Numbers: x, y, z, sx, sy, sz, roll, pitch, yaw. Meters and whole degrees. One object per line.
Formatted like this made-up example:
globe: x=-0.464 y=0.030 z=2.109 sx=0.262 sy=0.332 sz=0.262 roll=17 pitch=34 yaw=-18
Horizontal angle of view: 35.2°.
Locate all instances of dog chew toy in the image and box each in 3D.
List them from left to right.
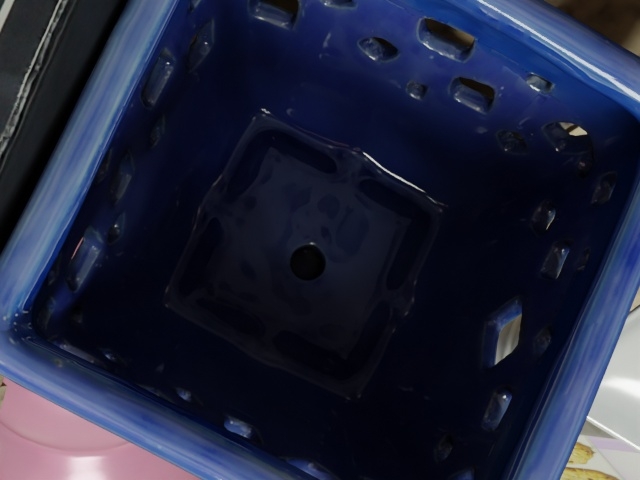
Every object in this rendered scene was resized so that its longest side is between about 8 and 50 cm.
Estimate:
dog chew toy: x=-0.168 y=0.078 z=0.738 sx=0.207 sy=0.206 sz=0.331 roll=19 pitch=134 yaw=9

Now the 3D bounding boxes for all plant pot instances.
plant pot: x=0.000 y=0.000 z=0.490 sx=0.236 sy=0.235 sz=0.212 roll=27 pitch=171 yaw=-5

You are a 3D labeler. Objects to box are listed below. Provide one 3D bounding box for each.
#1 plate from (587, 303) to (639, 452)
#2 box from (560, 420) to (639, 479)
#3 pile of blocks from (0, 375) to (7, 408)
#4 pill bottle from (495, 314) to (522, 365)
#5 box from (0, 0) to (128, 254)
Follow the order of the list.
plate: x=0.281 y=0.070 z=0.442 sx=0.278 sy=0.045 sz=0.277 roll=31 pitch=144 yaw=3
box: x=0.172 y=0.126 z=0.703 sx=0.324 sy=0.063 sz=0.067 roll=2 pitch=138 yaw=27
pile of blocks: x=-0.303 y=-0.015 z=0.636 sx=0.149 sy=0.362 sz=0.112 roll=6 pitch=113 yaw=-38
pill bottle: x=0.045 y=0.076 z=0.666 sx=0.216 sy=0.121 sz=0.121 roll=10 pitch=140 yaw=20
box: x=-0.229 y=-0.118 z=0.427 sx=0.296 sy=0.183 sz=0.294 roll=27 pitch=99 yaw=-2
